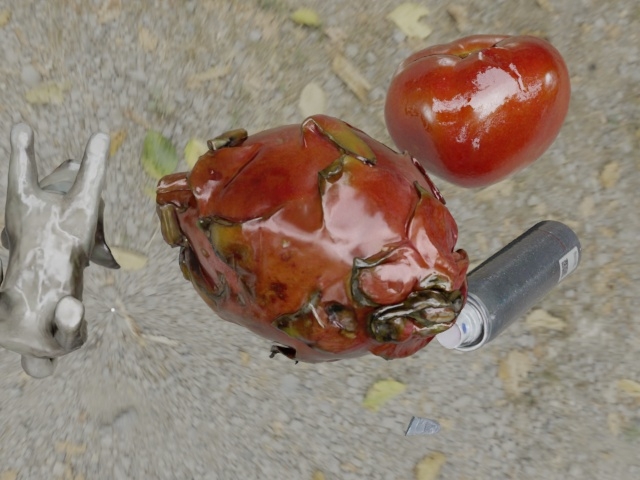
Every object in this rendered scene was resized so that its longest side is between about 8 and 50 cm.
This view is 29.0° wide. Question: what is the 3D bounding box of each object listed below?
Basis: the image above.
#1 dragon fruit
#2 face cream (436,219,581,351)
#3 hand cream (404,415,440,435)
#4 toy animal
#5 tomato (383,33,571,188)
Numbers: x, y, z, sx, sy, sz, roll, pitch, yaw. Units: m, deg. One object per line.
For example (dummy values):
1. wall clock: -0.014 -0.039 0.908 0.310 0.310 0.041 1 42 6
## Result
1. dragon fruit: -0.003 0.000 1.197 0.315 0.250 0.250 -8 88 34
2. face cream: 0.201 0.050 1.350 0.283 0.073 0.073 -29 92 -53
3. hand cream: 0.144 0.265 1.761 0.019 0.093 0.030 25 94 34
4. toy animal: -0.409 0.028 1.872 0.194 0.303 0.344 11 63 -1
5. tomato: 0.250 -0.204 1.964 0.298 0.298 0.226 -19 110 -10
